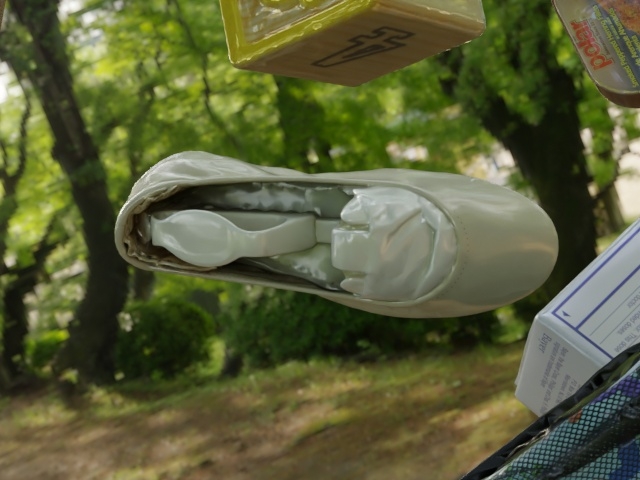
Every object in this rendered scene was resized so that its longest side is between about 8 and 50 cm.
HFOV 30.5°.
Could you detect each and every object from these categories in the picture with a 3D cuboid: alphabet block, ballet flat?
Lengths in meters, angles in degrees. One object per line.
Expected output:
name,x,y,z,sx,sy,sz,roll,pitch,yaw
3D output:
alphabet block,0.026,-0.279,1.198,0.193,0.192,0.197,-19,-13,38
ballet flat,0.000,0.000,0.638,0.248,0.086,0.086,5,19,19

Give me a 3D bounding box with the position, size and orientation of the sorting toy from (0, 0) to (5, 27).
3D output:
sorting toy,-0.375,-0.325,1.225,0.089,0.257,0.255,5,-31,-20

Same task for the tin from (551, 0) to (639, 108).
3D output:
tin,0.284,-0.204,1.094,0.106,0.189,0.040,-24,-34,12

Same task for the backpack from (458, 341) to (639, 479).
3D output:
backpack,0.151,0.181,0.610,0.253,0.191,0.225,-35,-31,19

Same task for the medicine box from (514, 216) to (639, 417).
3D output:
medicine box,0.359,0.105,0.977,0.263,0.289,0.149,-39,-25,-23
